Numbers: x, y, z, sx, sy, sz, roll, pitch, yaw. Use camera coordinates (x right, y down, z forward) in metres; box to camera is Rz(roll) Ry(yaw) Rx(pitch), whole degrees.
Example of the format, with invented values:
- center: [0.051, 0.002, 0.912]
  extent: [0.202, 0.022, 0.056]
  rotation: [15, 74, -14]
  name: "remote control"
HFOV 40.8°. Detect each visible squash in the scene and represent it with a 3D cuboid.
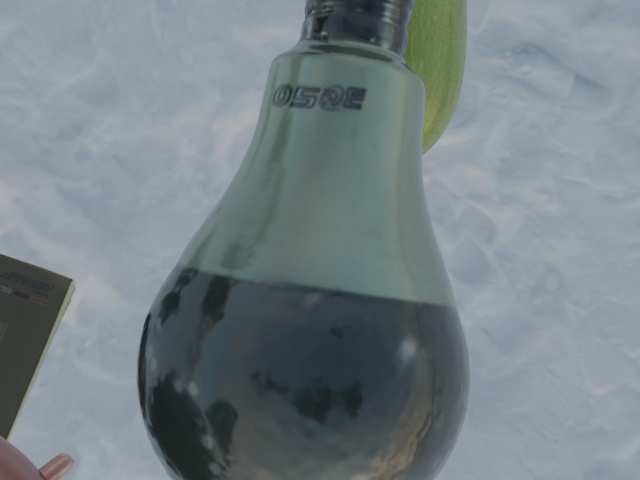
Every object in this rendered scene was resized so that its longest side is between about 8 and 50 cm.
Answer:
- center: [0.054, -0.181, 0.702]
  extent: [0.133, 0.132, 0.247]
  rotation: [-9, 107, -8]
  name: "squash"

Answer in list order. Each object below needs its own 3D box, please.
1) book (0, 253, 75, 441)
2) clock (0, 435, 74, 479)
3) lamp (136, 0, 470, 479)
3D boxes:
- center: [-0.317, 0.103, 0.750]
  extent: [0.139, 0.016, 0.198]
  rotation: [20, 71, -6]
  name: "book"
- center: [-0.232, 0.191, 0.441]
  extent: [0.241, 0.142, 0.227]
  rotation: [15, 54, -21]
  name: "clock"
- center: [-0.018, 0.006, 0.480]
  extent: [0.182, 0.182, 0.313]
  rotation: [-8, 88, -8]
  name: "lamp"
